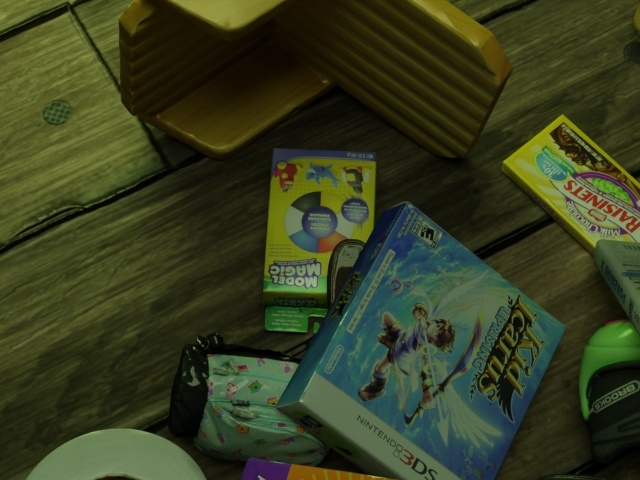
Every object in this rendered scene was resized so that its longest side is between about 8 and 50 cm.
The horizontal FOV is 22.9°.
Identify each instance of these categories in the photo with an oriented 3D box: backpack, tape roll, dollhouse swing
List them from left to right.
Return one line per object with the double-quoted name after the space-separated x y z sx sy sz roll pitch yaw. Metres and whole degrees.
-0.216 0.314 1.677 0.219 0.072 0.219 0 61 0 "tape roll"
-0.070 0.181 1.720 0.182 0.152 0.115 10 67 -8 "backpack"
-0.013 -0.174 1.795 0.315 0.347 0.305 -35 78 -17 "dollhouse swing"

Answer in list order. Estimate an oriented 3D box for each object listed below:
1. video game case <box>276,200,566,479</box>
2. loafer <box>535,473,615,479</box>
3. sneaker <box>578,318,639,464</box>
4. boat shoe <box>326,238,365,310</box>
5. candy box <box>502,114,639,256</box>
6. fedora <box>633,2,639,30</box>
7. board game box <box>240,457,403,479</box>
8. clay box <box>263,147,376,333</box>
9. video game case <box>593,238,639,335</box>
0.116 0.136 1.712 0.244 0.061 0.270 38 64 -17 "video game case"
0.311 0.280 1.699 0.170 0.061 0.062 9 63 6 "loafer"
0.510 0.214 1.673 0.482 0.185 0.202 12 95 22 "sneaker"
0.047 0.097 1.757 0.073 0.073 0.207 -9 81 3 "boat shoe"
0.326 -0.053 1.898 0.105 0.027 0.206 -39 68 -15 "candy box"
0.488 -0.309 1.987 0.079 0.194 0.194 48 67 -17 "fedora"
0.099 0.447 1.390 0.356 0.356 0.356 5 60 26 "board game box"
0.000 0.000 1.855 0.127 0.053 0.222 2 62 1 "clay box"
0.483 0.070 1.700 0.328 0.300 0.036 6 106 -3 "video game case"
